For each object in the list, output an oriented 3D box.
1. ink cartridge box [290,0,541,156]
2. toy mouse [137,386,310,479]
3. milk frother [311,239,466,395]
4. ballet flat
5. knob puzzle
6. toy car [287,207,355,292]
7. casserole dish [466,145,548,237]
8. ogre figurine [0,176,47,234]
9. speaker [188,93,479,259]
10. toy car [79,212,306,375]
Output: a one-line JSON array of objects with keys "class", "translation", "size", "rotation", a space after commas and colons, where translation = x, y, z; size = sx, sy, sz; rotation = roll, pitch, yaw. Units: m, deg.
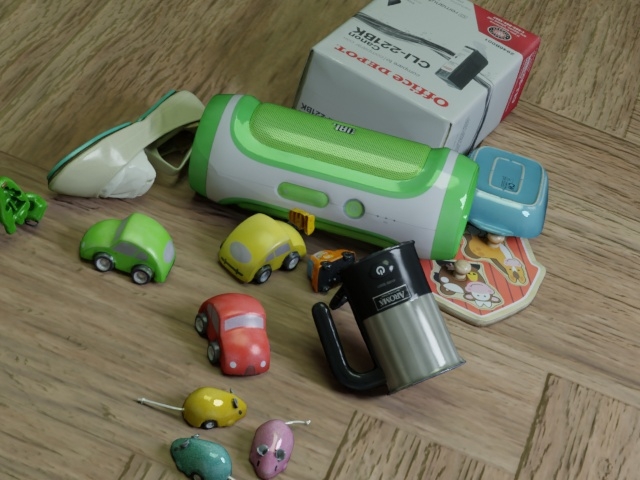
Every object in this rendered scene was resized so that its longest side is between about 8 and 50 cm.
[{"class": "ink cartridge box", "translation": [0.117, -0.195, 1.978], "size": [0.197, 0.114, 0.273], "rotation": [29, 40, 14]}, {"class": "toy mouse", "translation": [-0.076, 0.187, 1.493], "size": [0.161, 0.031, 0.143], "rotation": [2, 40, -19]}, {"class": "milk frother", "translation": [0.070, 0.083, 1.637], "size": [0.135, 0.129, 0.143], "rotation": [68, 20, 6]}, {"class": "ballet flat", "translation": [-0.194, -0.094, 1.767], "size": [0.086, 0.086, 0.248], "rotation": [30, 38, 16]}, {"class": "knob puzzle", "translation": [0.161, 0.020, 1.797], "size": [0.213, 0.030, 0.213], "rotation": [11, 38, -9]}, {"class": "toy car", "translation": [0.000, 0.000, 1.699], "size": [0.040, 0.122, 0.060], "rotation": [29, 55, 37]}, {"class": "casserole dish", "translation": [0.211, -0.061, 1.887], "size": [0.114, 0.037, 0.188], "rotation": [18, 28, 4]}, {"class": "ogre figurine", "translation": [-0.371, -0.053, 1.616], "size": [0.118, 0.097, 0.197], "rotation": [20, 24, 29]}, {"class": "speaker", "translation": [0.015, -0.069, 1.754], "size": [0.296, 0.131, 0.131], "rotation": [15, 37, 7]}, {"class": "toy car", "translation": [-0.134, 0.021, 1.659], "size": [0.225, 0.053, 0.239], "rotation": [18, 37, 0]}]
